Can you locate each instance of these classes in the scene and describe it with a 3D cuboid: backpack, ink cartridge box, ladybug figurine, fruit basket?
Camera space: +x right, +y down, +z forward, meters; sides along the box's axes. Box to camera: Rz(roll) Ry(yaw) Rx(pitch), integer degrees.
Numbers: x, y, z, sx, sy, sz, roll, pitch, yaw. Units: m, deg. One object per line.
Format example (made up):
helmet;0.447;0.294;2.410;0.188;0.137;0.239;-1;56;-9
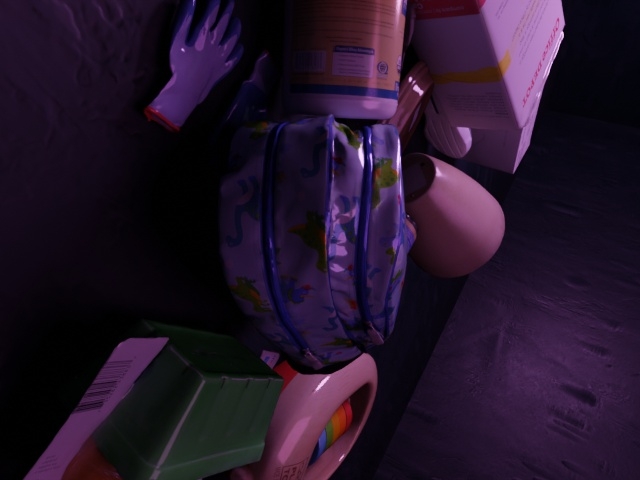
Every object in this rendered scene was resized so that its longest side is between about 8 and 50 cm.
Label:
backpack;0.000;0.000;0.573;0.355;0.273;0.290;48;46;-52
ink cartridge box;0.298;-0.425;0.832;0.384;0.160;0.279;41;71;-47
ladybug figurine;-0.035;0.338;0.873;0.449;0.161;0.305;5;106;-64
fruit basket;-0.217;0.262;0.528;0.353;0.165;0.327;-52;153;1

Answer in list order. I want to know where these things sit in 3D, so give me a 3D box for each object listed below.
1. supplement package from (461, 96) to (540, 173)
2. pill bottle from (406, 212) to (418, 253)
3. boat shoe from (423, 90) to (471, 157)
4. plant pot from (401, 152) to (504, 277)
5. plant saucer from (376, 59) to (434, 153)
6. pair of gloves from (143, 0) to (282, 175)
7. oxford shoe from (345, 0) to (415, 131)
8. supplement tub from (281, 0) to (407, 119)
supplement package;0.500;-0.357;1.323;0.145;0.203;0.262;-52;150;-26
pill bottle;0.107;0.038;0.963;0.219;0.122;0.123;-55;151;-24
boat shoe;0.311;-0.316;1.084;0.119;0.121;0.335;-59;151;-8
plant pot;0.264;-0.079;1.075;0.274;0.256;0.257;36;77;-47
plant saucer;0.132;-0.186;0.837;0.278;0.041;0.278;-58;170;-15
pair of gloves;-0.108;-0.165;0.510;0.159;0.023;0.198;-64;155;-7
oxford shoe;0.095;-0.285;0.763;0.076;0.076;0.212;-104;-148;-61
supplement tub;0.028;-0.250;0.547;0.144;0.144;0.200;-21;118;-57
